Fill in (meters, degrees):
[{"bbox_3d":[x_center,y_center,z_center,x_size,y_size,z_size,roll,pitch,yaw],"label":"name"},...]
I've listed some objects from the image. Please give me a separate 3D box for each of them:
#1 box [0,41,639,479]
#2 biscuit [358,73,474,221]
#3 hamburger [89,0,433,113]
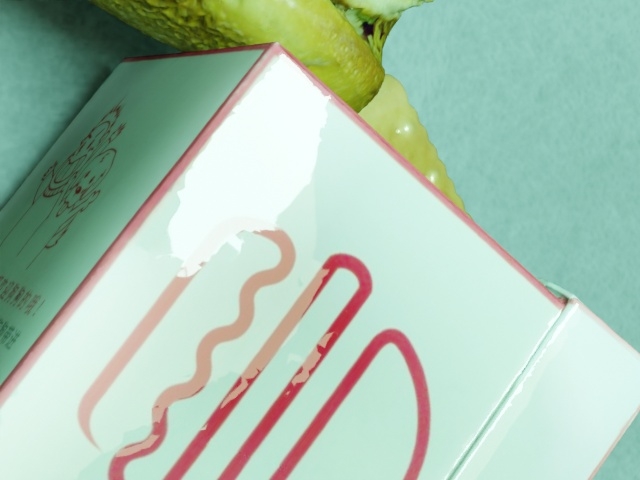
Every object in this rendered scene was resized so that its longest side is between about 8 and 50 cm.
[{"bbox_3d":[-0.057,0.093,0.909,0.300,0.314,0.312,40,79,-20],"label":"box"},{"bbox_3d":[0.000,0.000,1.133,0.250,0.030,0.160,-35,105,-27],"label":"biscuit"},{"bbox_3d":[-0.076,-0.204,0.960,0.314,0.290,0.170,28,90,-17],"label":"hamburger"}]
